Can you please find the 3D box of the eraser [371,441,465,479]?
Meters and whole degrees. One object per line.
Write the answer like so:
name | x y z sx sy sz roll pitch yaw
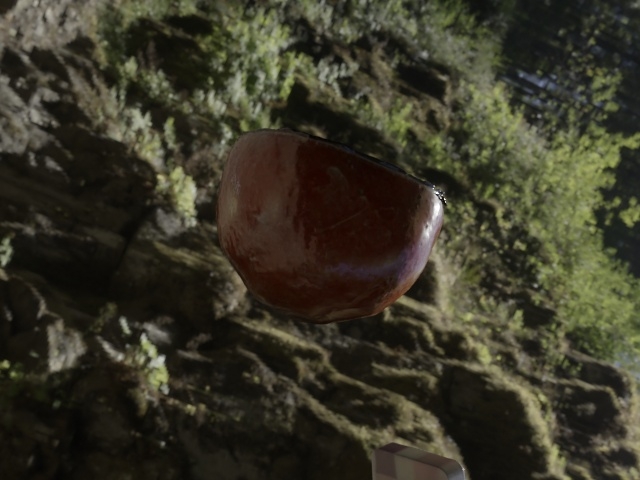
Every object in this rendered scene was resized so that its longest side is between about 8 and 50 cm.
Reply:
eraser | 0.095 0.239 0.816 0.105 0.026 0.065 3 -78 50

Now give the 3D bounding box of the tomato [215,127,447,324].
tomato | 0.000 0.000 0.785 0.181 0.214 0.155 149 -42 -71
